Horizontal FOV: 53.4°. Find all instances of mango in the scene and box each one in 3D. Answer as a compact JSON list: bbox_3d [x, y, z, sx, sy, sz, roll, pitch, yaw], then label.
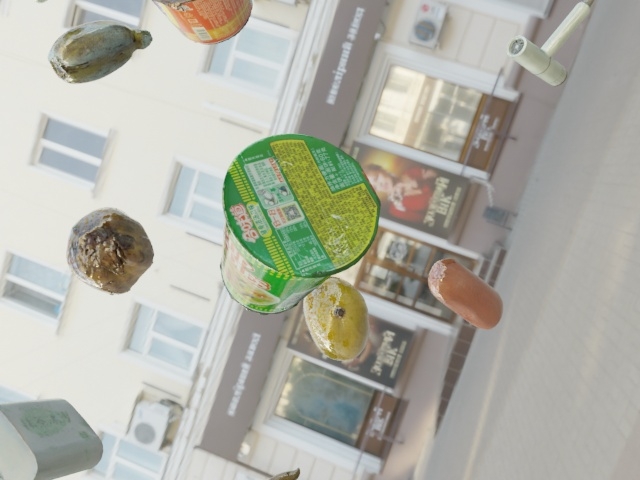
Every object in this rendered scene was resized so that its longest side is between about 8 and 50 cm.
[{"bbox_3d":[0.028,0.180,1.491,0.331,0.142,0.195,151,102,-78],"label":"mango"}]

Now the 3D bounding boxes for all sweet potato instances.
[{"bbox_3d":[-0.151,0.571,1.380,0.059,0.249,0.069,165,85,-73],"label":"sweet potato"}]

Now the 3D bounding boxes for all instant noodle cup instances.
[{"bbox_3d":[-0.225,-0.478,1.177,0.174,0.213,0.213,61,-131,-72],"label":"instant noodle cup"},{"bbox_3d":[-0.049,0.000,0.885,0.207,0.207,0.233,-65,3,-30],"label":"instant noodle cup"}]

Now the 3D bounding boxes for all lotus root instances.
[{"bbox_3d":[-0.651,-0.573,1.883,0.322,0.140,0.158,-39,-25,-37],"label":"lotus root"},{"bbox_3d":[-0.647,0.035,1.907,0.192,0.272,0.272,23,-94,-86],"label":"lotus root"}]

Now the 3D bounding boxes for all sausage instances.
[{"bbox_3d":[0.252,0.093,1.094,0.194,0.077,0.077,33,-108,-35],"label":"sausage"}]

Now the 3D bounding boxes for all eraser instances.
[{"bbox_3d":[-0.534,0.377,1.211,0.081,0.174,0.227,-44,-15,1],"label":"eraser"}]

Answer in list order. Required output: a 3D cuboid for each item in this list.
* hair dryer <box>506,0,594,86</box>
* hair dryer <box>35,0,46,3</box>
[{"bbox_3d":[0.428,-0.383,1.136,0.155,0.044,0.183,12,-65,-42],"label":"hair dryer"},{"bbox_3d":[-0.790,-0.742,1.730,0.073,0.131,0.236,69,-168,12],"label":"hair dryer"}]
